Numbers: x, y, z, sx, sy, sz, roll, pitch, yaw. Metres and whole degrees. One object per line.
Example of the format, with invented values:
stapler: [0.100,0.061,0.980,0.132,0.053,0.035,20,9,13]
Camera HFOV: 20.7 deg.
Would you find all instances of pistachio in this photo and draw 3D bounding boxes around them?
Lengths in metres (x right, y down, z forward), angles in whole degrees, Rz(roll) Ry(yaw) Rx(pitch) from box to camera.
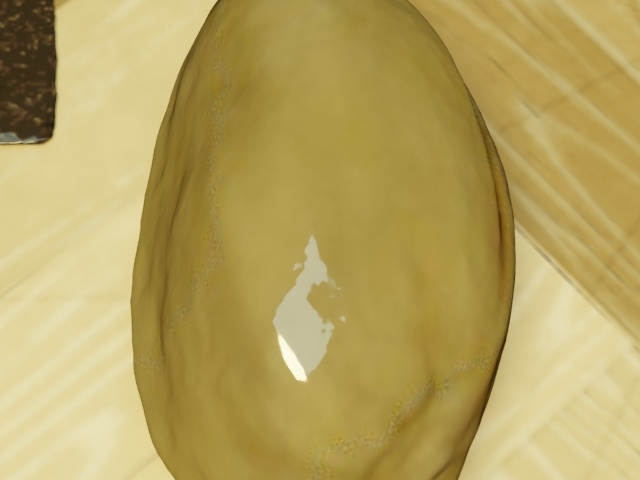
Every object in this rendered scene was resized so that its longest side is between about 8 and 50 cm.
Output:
pistachio: [0.000,0.000,0.601,0.135,0.136,0.226,0,60,-5]

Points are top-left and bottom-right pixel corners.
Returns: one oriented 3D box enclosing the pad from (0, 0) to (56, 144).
pad: [-0.270,-0.132,0.696,0.330,0.004,0.220,-1,66,-5]
